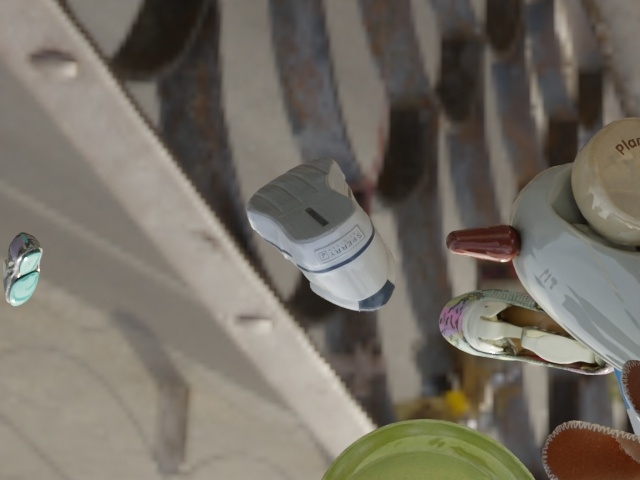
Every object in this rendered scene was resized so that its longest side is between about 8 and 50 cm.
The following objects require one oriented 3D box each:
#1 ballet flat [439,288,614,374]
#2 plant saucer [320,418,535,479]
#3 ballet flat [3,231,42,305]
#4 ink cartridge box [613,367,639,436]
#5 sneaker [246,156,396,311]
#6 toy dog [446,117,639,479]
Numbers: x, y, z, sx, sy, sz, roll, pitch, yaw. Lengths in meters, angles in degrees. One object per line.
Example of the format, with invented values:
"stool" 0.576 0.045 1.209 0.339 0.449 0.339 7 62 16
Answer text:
"ballet flat" 0.217 0.098 1.999 0.221 0.077 0.079 10 -169 26
"plant saucer" 0.104 0.290 1.817 0.241 0.241 0.037 6 155 -6
"ballet flat" -0.317 0.026 2.017 0.041 0.041 0.114 9 147 -12
"ink cartridge box" 0.443 0.198 1.624 0.285 0.395 0.166 -14 174 -25
"sneaker" 0.000 0.000 1.625 0.094 0.258 0.091 -28 108 0
"toy dog" 0.195 0.077 1.275 0.161 0.333 0.220 -16 146 -19
